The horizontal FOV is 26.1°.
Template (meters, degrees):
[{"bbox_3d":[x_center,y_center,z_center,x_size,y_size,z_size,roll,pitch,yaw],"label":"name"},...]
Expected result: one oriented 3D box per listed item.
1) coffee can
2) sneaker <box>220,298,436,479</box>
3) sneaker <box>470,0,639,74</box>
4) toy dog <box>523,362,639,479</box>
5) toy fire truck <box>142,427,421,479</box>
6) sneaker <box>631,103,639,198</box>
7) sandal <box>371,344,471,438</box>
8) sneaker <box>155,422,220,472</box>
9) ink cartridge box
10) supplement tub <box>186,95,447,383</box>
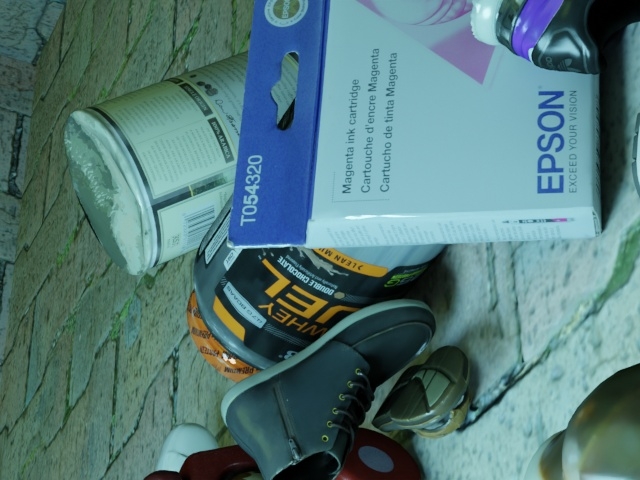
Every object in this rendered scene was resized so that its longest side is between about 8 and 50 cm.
[{"bbox_3d":[-0.132,-0.102,1.621,0.201,0.275,0.202,42,145,40],"label":"coffee can"},{"bbox_3d":[0.028,0.148,1.273,0.118,0.222,0.083,53,171,46],"label":"sneaker"},{"bbox_3d":[0.261,-0.254,1.118,0.146,0.102,0.293,34,89,30],"label":"sneaker"},{"bbox_3d":[0.183,0.261,0.729,0.395,0.284,0.408,-26,51,61],"label":"toy dog"},{"bbox_3d":[-0.038,0.286,1.260,0.169,0.253,0.302,-63,25,26],"label":"toy fire truck"},{"bbox_3d":[0.302,-0.149,0.974,0.124,0.107,0.283,-16,65,49],"label":"sneaker"},{"bbox_3d":[0.101,0.153,1.271,0.090,0.060,0.219,-52,0,-19],"label":"sandal"},{"bbox_3d":[-0.124,0.341,1.658,0.123,0.105,0.290,-39,48,40],"label":"sneaker"},{"bbox_3d":[0.080,-0.153,1.221,0.071,0.330,0.324,62,-151,-63],"label":"ink cartridge box"},{"bbox_3d":[0.000,0.000,1.417,0.338,0.207,0.207,-54,30,43],"label":"supplement tub"}]
